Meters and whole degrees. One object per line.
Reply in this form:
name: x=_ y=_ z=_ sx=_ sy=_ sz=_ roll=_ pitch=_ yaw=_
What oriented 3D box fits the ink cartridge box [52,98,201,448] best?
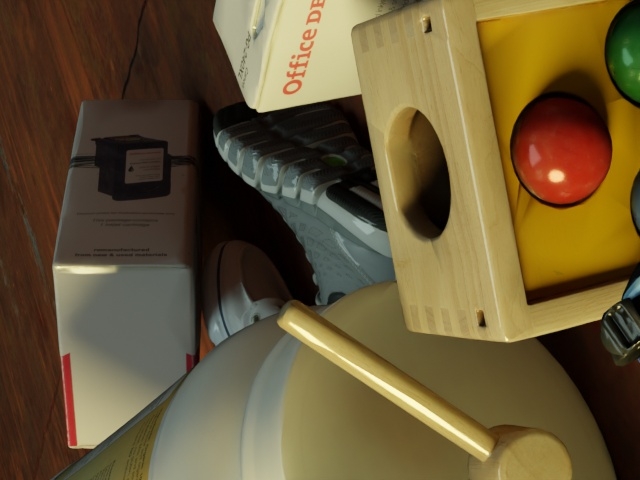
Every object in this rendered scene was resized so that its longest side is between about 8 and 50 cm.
ink cartridge box: x=-0.143 y=0.019 z=1.080 sx=0.237 sy=0.100 sz=0.172 roll=-95 pitch=6 yaw=-55

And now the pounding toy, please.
pounding toy: x=0.080 y=0.007 z=0.534 sx=0.094 sy=0.181 sz=0.206 roll=178 pitch=80 yaw=-67

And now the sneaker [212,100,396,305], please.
sneaker: x=0.000 y=0.000 z=0.855 sx=0.229 sy=0.086 sz=0.132 roll=42 pitch=141 yaw=54

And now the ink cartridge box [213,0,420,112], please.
ink cartridge box: x=0.036 y=-0.123 z=0.611 sx=0.109 sy=0.151 sz=0.063 roll=109 pitch=142 yaw=-52

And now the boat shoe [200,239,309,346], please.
boat shoe: x=-0.016 y=0.082 z=0.969 sx=0.076 sy=0.083 sz=0.226 roll=-43 pitch=54 yaw=31

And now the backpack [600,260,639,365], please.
backpack: x=0.179 y=-0.008 z=0.374 sx=0.158 sy=0.117 sz=0.173 roll=45 pitch=123 yaw=52

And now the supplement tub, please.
supplement tub: x=-0.018 y=0.171 z=0.735 sx=0.316 sy=0.228 sz=0.228 roll=-39 pitch=64 yaw=47
